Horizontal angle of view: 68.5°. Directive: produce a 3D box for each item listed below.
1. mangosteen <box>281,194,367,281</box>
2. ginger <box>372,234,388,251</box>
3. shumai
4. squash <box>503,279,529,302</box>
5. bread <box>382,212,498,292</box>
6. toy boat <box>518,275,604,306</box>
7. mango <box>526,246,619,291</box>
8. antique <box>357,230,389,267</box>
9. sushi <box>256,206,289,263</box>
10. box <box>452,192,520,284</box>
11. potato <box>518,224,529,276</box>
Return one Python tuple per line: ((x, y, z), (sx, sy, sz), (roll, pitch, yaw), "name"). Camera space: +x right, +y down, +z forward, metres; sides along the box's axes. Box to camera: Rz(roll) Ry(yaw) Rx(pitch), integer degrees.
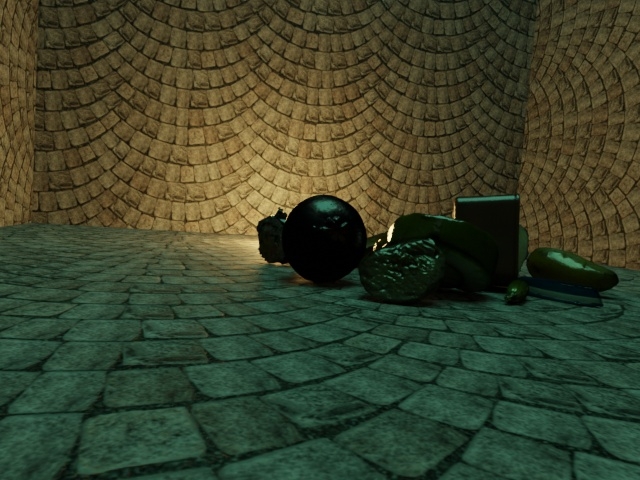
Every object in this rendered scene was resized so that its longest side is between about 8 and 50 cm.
((0.000, 0.000, 1.659), (0.306, 0.307, 0.347), (3, -13, -20), "mangosteen")
((0.364, 0.078, 1.994), (0.357, 0.153, 0.274), (2, 24, -22), "ginger")
((0.248, 0.109, 1.431), (0.255, 0.189, 0.218), (-11, -15, 4), "shumai")
((0.648, 0.165, 1.544), (0.066, 0.066, 0.252), (6, 5, 27), "squash")
((0.409, 0.048, 1.587), (0.381, 0.129, 0.366), (28, -24, -10), "bread")
((0.821, 0.174, 1.624), (0.096, 0.062, 0.299), (2, 4, -36), "toy boat")
((0.976, 0.129, 1.852), (0.176, 0.176, 0.329), (-37, 35, -11), "mango")
((0.239, 0.038, 2.159), (0.309, 0.087, 0.093), (-18, 26, -29), "antique")
((-0.149, -0.010, 2.079), (0.225, 0.239, 0.218), (26, 12, 34), "sushi")
((0.622, 0.004, 1.796), (0.229, 0.340, 0.239), (1, -7, 14), "box")
((0.772, 0.063, 2.149), (0.288, 0.301, 0.237), (36, -22, -4), "potato")
